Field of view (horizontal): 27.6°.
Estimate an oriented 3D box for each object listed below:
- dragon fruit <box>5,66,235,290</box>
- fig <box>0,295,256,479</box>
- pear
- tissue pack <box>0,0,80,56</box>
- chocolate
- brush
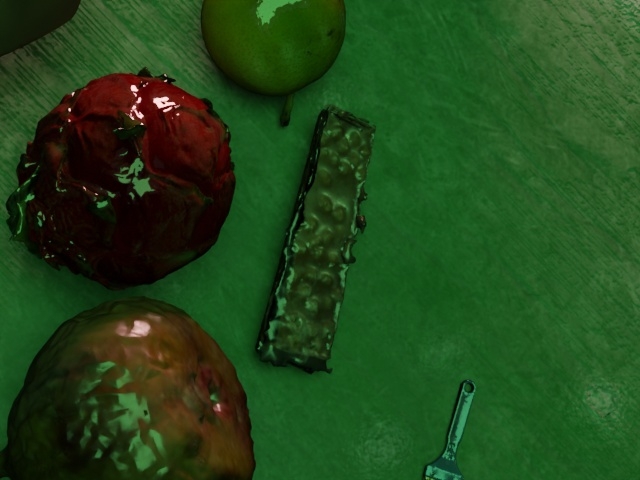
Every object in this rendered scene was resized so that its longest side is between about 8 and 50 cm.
[{"bbox_3d":[-0.210,-0.076,1.454,0.244,0.244,0.299,42,45,-4],"label":"dragon fruit"},{"bbox_3d":[-0.265,0.216,1.423,0.369,0.286,0.286,-14,83,20],"label":"fig"},{"bbox_3d":[-0.048,-0.243,1.573,0.180,0.166,0.216,-31,116,-28],"label":"pear"},{"bbox_3d":[-0.432,-0.379,1.359,0.387,0.277,0.267,25,33,19],"label":"tissue pack"},{"bbox_3d":[-0.005,-0.001,1.588,0.102,0.065,0.329,19,78,-25],"label":"chocolate"},{"bbox_3d":[0.164,0.251,1.612,0.051,0.014,0.164,20,76,-11],"label":"brush"}]
